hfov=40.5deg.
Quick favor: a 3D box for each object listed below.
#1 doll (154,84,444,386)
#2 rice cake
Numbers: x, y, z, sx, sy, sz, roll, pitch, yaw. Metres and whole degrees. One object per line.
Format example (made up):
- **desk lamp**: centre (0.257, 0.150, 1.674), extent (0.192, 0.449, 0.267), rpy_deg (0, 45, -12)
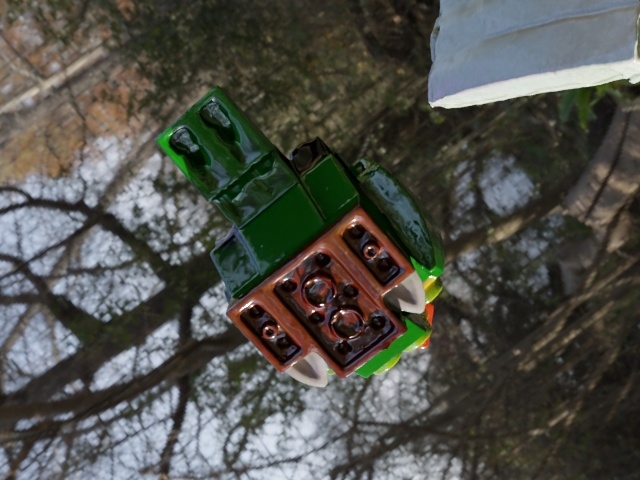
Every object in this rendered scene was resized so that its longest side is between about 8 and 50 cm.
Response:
- **doll**: centre (0.005, 0.007, 0.451), extent (0.134, 0.106, 0.186), rpy_deg (53, -170, 18)
- **rice cake**: centre (0.146, -0.152, 0.589), extent (0.038, 0.124, 0.211), rpy_deg (13, 170, -30)
